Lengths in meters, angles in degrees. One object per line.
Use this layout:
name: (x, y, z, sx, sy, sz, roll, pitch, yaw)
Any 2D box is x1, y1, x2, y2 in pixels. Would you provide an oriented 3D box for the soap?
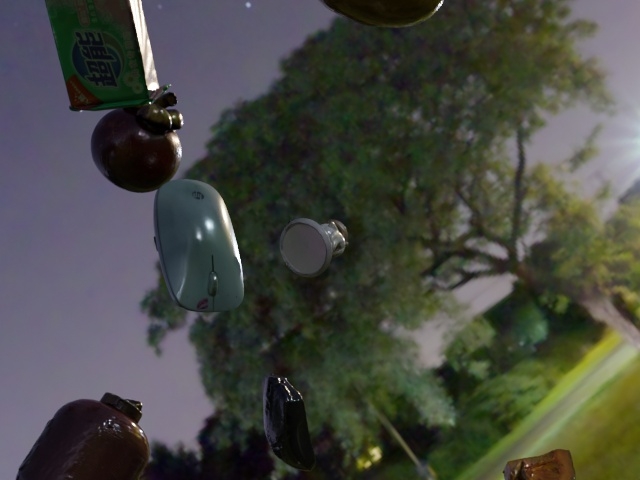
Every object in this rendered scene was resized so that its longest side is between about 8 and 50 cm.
soap: (-0.407, -0.380, 1.769, 0.218, 0.273, 0.098, -4, 21, 11)

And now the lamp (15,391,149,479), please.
lamp: (-0.373, 0.355, 1.516, 0.258, 0.180, 0.180, -61, -1, -26)

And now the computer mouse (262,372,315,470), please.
computer mouse: (-0.070, 0.362, 1.876, 0.074, 0.217, 0.122, -20, 25, -22)

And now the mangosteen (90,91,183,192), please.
mangosteen: (-0.411, -0.237, 2.237, 0.257, 0.215, 0.215, -53, -18, 24)

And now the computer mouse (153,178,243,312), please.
computer mouse: (-0.231, 0.001, 1.850, 0.160, 0.288, 0.097, 3, -37, -33)

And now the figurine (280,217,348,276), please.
figurine: (0.000, 0.000, 2.085, 0.132, 0.132, 0.154, -45, -12, 31)

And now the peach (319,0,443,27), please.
peach: (0.068, -0.388, 1.261, 0.251, 0.251, 0.153, -26, -12, -41)

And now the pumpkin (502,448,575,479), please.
pumpkin: (0.269, 0.293, 1.219, 0.101, 0.035, 0.073, -23, 15, 24)
